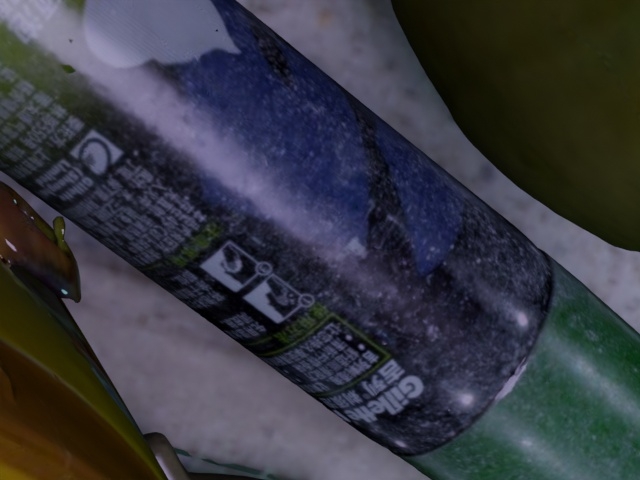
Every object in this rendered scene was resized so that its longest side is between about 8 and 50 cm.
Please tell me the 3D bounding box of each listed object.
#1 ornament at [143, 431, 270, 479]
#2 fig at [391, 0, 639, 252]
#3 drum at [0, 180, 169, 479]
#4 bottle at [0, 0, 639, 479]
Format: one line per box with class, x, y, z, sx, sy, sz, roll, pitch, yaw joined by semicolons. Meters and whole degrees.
ornament;-0.042;0.210;0.641;0.230;0.061;0.245;-44;110;-10
fig;0.140;-0.105;0.545;0.239;0.271;0.239;-1;97;-5
drum;-0.225;0.134;0.412;0.431;0.214;0.431;-14;125;-21
bottle;0.000;0.000;0.606;0.330;0.093;0.093;38;85;-20
